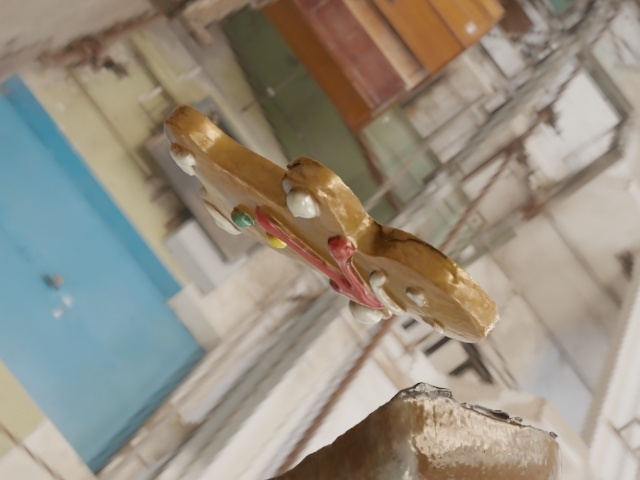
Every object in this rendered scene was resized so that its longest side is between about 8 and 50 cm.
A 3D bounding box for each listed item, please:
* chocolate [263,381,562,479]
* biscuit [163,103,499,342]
[{"bbox_3d":[0.028,0.188,0.760,0.261,0.161,0.083,-41,-134,37],"label":"chocolate"},{"bbox_3d":[0.000,0.000,1.071,0.047,0.340,0.216,-52,150,-14],"label":"biscuit"}]
